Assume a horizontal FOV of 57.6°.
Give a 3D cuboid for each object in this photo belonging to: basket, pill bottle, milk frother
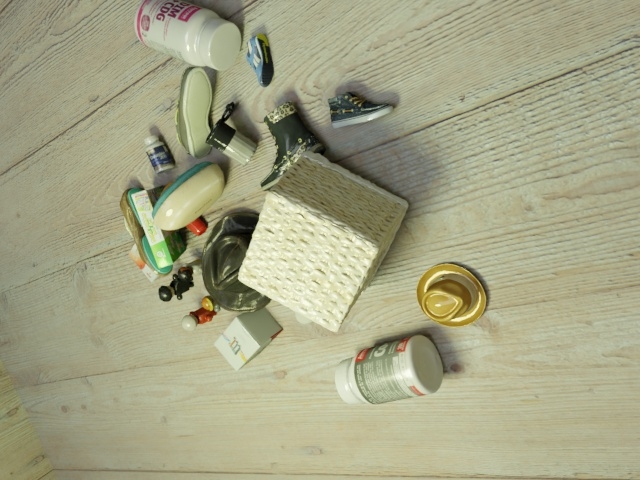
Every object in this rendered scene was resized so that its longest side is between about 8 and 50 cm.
[{"bbox_3d":[0.000,0.000,1.533,0.331,0.266,0.328,29,123,8],"label":"basket"},{"bbox_3d":[-0.376,-0.592,1.661,0.283,0.160,0.160,26,121,23],"label":"pill bottle"},{"bbox_3d":[-0.249,-0.317,1.729,0.135,0.129,0.143,32,97,-21],"label":"milk frother"},{"bbox_3d":[0.188,0.376,1.656,0.283,0.161,0.161,-24,94,37],"label":"pill bottle"},{"bbox_3d":[-0.544,-0.289,1.949,0.067,0.067,0.120,-20,96,37],"label":"pill bottle"}]

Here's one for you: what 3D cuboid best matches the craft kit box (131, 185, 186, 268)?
[{"bbox_3d":[-0.531,-0.053,1.934,0.061,0.246,0.249,-17,100,2],"label":"craft kit box"}]

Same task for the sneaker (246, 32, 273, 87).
[{"bbox_3d":[-0.172,-0.499,1.629,0.059,0.053,0.144,-3,98,34],"label":"sneaker"}]

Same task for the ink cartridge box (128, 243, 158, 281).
[{"bbox_3d":[-0.622,0.048,2.148,0.145,0.045,0.179,48,129,9],"label":"ink cartridge box"}]

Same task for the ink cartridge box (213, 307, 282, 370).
[{"bbox_3d":[-0.243,0.322,1.945,0.127,0.128,0.176,49,128,8],"label":"ink cartridge box"}]

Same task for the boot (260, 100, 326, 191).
[{"bbox_3d":[-0.114,-0.264,1.661,0.236,0.085,0.178,-33,86,31],"label":"boot"}]

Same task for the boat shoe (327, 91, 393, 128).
[{"bbox_3d":[0.097,-0.346,1.497,0.183,0.065,0.083,-6,106,36],"label":"boat shoe"}]

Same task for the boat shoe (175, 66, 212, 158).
[{"bbox_3d":[-0.391,-0.389,1.758,0.091,0.109,0.305,34,140,25],"label":"boat shoe"}]

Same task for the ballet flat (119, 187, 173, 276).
[{"bbox_3d":[-0.633,-0.018,2.082,0.124,0.116,0.342,-28,86,42],"label":"ballet flat"}]

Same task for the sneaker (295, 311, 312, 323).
[{"bbox_3d":[-0.014,0.187,1.762,0.087,0.092,0.229,50,128,6],"label":"sneaker"}]

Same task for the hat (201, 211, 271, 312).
[{"bbox_3d":[-0.265,0.077,1.808,0.331,0.134,0.331,2,95,20],"label":"hat"}]

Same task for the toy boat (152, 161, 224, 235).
[{"bbox_3d":[-0.431,-0.123,1.854,0.148,0.267,0.318,44,158,8],"label":"toy boat"}]

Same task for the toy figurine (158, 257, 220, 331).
[{"bbox_3d":[-0.432,0.183,2.006,0.213,0.148,0.209,53,128,6],"label":"toy figurine"}]

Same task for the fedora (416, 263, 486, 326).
[{"bbox_3d":[0.330,0.156,1.527,0.194,0.079,0.194,12,114,29],"label":"fedora"}]
